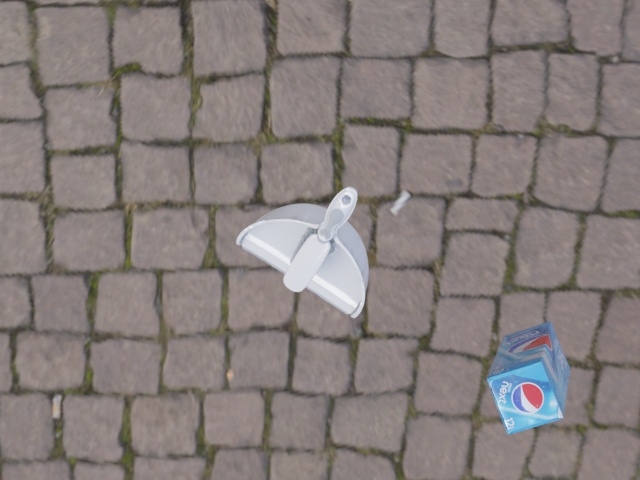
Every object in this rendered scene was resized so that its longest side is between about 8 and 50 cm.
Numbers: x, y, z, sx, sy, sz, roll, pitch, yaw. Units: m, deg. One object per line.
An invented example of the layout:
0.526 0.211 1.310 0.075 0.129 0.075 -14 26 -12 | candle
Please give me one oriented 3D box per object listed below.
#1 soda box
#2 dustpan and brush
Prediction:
0.249 0.158 1.326 0.067 0.210 0.071 -21 93 16 | soda box
0.000 0.000 1.089 0.147 0.060 0.211 32 137 0 | dustpan and brush
